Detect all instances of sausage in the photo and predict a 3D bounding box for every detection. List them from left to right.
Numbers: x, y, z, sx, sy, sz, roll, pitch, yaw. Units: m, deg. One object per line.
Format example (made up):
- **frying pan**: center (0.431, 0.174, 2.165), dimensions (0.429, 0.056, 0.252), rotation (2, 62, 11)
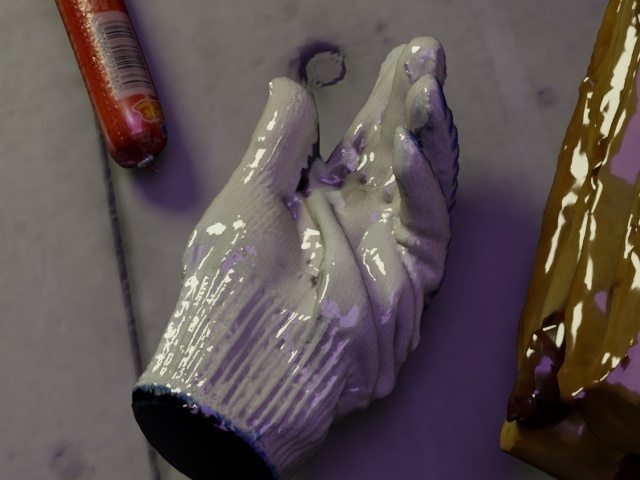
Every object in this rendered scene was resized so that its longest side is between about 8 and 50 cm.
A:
- **sausage**: center (-0.102, -0.087, 0.860), dimensions (0.034, 0.034, 0.129), rotation (-20, 66, -7)

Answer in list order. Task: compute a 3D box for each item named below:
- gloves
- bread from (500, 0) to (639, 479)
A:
- **gloves**: center (-0.002, 0.005, 0.779), dimensions (0.119, 0.097, 0.229), rotation (27, 74, 9)
- **bread**: center (0.282, -0.010, 0.722), dimensions (0.370, 0.191, 0.314), rotation (14, 66, 7)
